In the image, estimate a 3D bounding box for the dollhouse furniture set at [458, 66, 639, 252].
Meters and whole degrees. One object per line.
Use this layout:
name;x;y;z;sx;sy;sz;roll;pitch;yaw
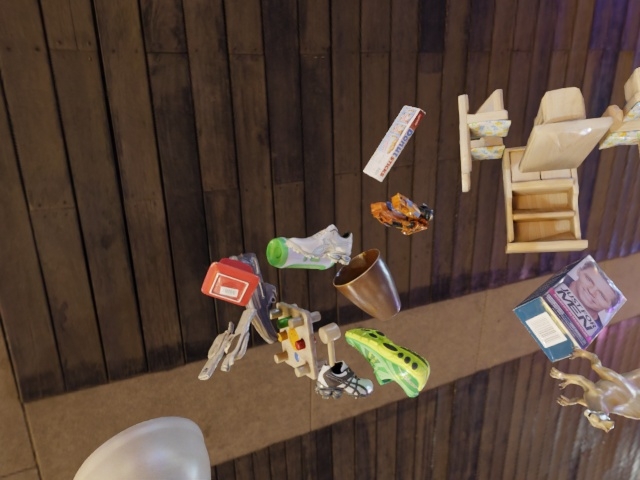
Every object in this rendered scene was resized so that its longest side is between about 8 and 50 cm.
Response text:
dollhouse furniture set;0.485;-0.128;0.889;0.394;0.361;0.257;27;61;-70

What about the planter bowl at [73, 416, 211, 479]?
planter bowl;-0.202;0.316;0.513;0.161;0.109;0.162;-20;128;-27

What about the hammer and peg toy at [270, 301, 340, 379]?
hammer and peg toy;-0.066;0.385;1.586;0.127;0.361;0.266;-11;98;-30

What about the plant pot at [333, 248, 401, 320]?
plant pot;0.200;0.188;1.625;0.215;0.215;0.231;-40;104;-10

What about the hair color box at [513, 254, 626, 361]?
hair color box;0.731;0.186;1.236;0.347;0.105;0.174;-23;73;-36

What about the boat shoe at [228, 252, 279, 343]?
boat shoe;-0.222;0.204;1.571;0.130;0.132;0.356;-24;89;-17

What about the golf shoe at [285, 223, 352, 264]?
golf shoe;0.000;0.000;0.973;0.176;0.069;0.086;10;99;-38

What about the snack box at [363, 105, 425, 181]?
snack box;0.166;-0.222;0.971;0.022;0.064;0.178;27;100;-31

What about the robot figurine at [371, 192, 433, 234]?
robot figurine;0.358;-0.104;1.839;0.290;0.210;0.085;25;56;-42

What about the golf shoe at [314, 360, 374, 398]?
golf shoe;0.078;0.384;1.180;0.198;0.077;0.094;13;85;-38

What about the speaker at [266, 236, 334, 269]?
speaker;-0.075;0.057;1.768;0.296;0.131;0.131;6;105;-43

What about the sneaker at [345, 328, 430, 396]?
sneaker;0.167;0.335;1.192;0.109;0.295;0.124;4;103;-38

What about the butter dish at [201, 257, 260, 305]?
butter dish;-0.286;0.114;1.382;0.160;0.118;0.160;20;127;-15

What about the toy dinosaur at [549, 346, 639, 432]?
toy dinosaur;0.326;0.165;0.480;0.183;0.092;0.053;-16;114;-31

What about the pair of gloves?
pair of gloves;-0.288;0.334;1.350;0.042;0.204;0.240;36;134;-20
